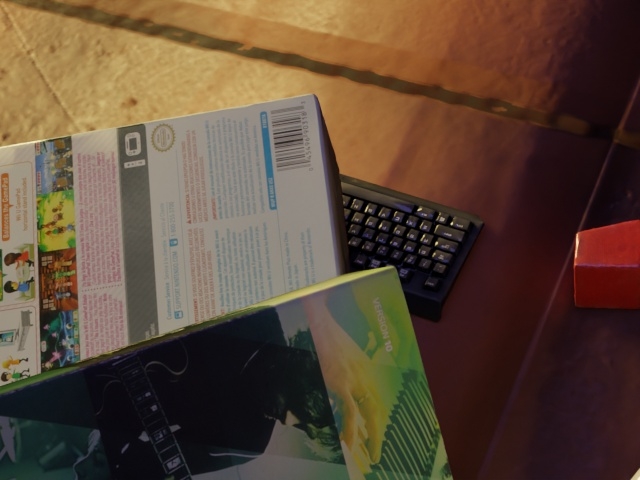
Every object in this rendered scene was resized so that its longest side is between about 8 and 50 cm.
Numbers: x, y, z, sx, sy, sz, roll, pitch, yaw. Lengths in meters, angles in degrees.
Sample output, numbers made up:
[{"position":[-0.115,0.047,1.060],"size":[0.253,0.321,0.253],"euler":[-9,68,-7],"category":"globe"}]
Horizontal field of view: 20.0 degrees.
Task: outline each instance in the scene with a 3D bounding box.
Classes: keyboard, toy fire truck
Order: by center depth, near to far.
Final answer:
[{"position":[0.241,0.055,1.027],"size":[0.192,0.047,0.135],"euler":[-1,55,8],"category":"toy fire truck"},{"position":[0.000,0.000,1.121],"size":[0.180,0.023,0.108],"euler":[17,61,21],"category":"keyboard"}]

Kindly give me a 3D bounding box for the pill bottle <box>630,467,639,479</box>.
[{"position":[0.307,0.239,0.782],"size":[0.224,0.224,0.392],"euler":[-40,58,-17],"category":"pill bottle"}]

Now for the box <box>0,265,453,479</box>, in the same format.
[{"position":[-0.066,0.161,0.840],"size":[0.322,0.232,0.058],"euler":[-18,4,-38],"category":"box"}]

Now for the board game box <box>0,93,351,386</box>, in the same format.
[{"position":[-0.132,0.055,1.047],"size":[0.303,0.097,0.224],"euler":[-8,61,4],"category":"board game box"}]
